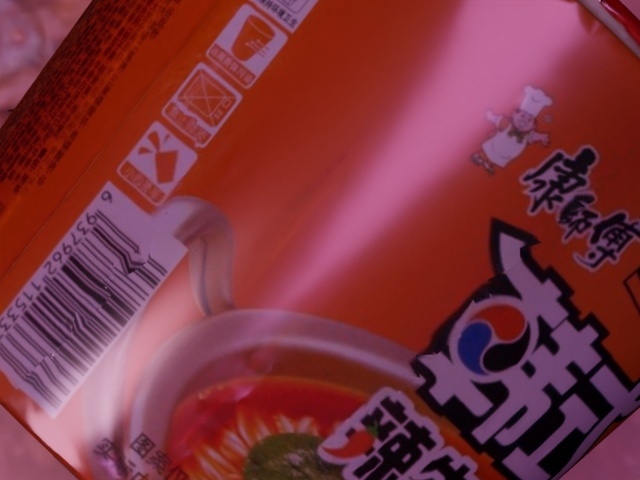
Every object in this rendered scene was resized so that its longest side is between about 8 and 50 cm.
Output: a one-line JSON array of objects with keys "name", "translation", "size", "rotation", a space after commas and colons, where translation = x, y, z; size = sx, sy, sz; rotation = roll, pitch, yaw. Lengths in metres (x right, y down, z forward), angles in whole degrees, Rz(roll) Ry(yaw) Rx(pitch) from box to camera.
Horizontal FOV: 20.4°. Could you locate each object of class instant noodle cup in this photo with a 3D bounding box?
[{"name": "instant noodle cup", "translation": [0.000, 0.000, 0.576], "size": [0.250, 0.250, 0.192], "rotation": [43, 88, -3]}]
